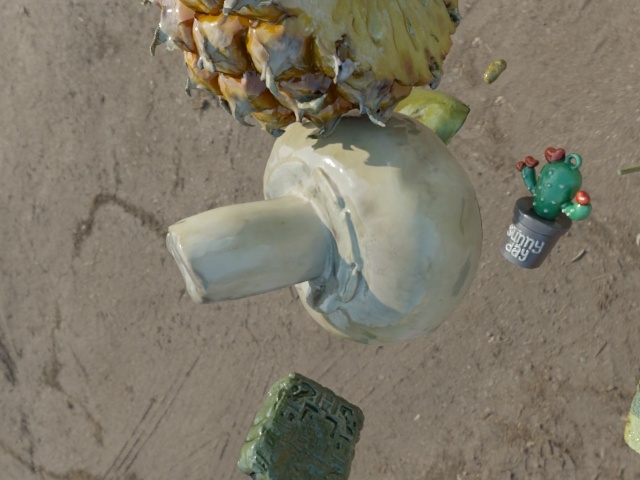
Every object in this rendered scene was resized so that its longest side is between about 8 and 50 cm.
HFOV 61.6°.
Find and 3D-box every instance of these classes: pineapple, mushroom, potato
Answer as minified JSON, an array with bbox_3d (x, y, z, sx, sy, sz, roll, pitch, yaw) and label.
[{"bbox_3d":[-0.041,-0.175,0.567,0.286,0.344,0.209,-16,77,48],"label":"pineapple"},{"bbox_3d":[0.000,0.000,0.633,0.314,0.335,0.315,47,146,47],"label":"mushroom"},{"bbox_3d":[0.292,-0.366,1.651,0.212,0.280,0.331,35,83,-9],"label":"potato"},{"bbox_3d":[0.542,-0.530,1.672,0.092,0.045,0.046,-48,62,0],"label":"potato"}]

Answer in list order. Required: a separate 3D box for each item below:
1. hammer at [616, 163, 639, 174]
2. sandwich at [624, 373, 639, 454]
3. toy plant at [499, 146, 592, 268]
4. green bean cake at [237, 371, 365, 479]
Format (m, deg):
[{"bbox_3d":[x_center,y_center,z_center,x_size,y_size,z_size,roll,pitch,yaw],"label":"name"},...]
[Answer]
[{"bbox_3d":[0.897,-0.201,1.458,0.013,0.198,0.063,109,147,-71],"label":"hammer"},{"bbox_3d":[0.531,0.226,0.714,0.117,0.187,0.145,-134,48,-70],"label":"sandwich"},{"bbox_3d":[0.722,-0.099,1.703,0.185,0.280,0.401,8,124,-10],"label":"toy plant"},{"bbox_3d":[-0.034,0.414,1.100,0.222,0.227,0.125,34,144,-11],"label":"green bean cake"}]
